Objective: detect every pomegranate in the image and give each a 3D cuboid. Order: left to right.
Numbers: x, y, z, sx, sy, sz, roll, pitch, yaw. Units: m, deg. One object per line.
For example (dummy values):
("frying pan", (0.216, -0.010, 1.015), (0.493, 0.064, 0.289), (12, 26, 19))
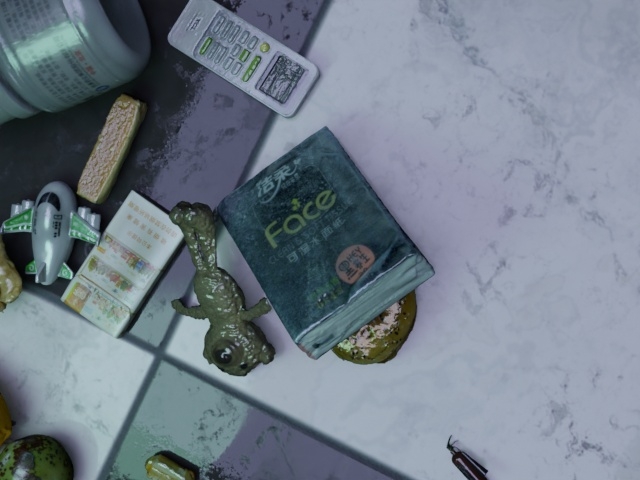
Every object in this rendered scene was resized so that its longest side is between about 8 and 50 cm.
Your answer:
("pomegranate", (-0.487, 0.382, 1.725), (0.163, 0.138, 0.125), (-3, 62, 16))

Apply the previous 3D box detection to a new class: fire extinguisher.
("fire extinguisher", (0.236, 0.357, 1.680), (0.032, 0.046, 0.100), (-41, 86, -8))

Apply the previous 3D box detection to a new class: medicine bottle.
("medicine bottle", (-0.452, -0.321, 1.669), (0.306, 0.245, 0.245), (-21, 87, 12))

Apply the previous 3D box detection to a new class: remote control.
("remote control", (-0.126, -0.304, 1.736), (0.250, 0.034, 0.103), (34, 93, 6))

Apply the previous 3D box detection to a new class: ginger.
("ginger", (-0.597, 0.068, 1.753), (0.216, 0.102, 0.157), (-26, 96, 19))

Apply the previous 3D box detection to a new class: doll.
("doll", (-0.156, 0.084, 1.663), (0.203, 0.091, 0.286), (18, 121, 12))

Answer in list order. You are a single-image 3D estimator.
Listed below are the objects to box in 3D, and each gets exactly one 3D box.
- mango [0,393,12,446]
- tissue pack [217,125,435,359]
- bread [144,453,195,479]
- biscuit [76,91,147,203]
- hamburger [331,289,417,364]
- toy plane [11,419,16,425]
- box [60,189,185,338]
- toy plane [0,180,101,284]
("mango", (-0.658, 0.257, 1.727), (0.359, 0.144, 0.187), (9, 72, 17))
("tissue pack", (0.000, 0.000, 1.614), (0.228, 0.103, 0.315), (-36, 51, 2))
("bread", (-0.250, 0.386, 1.744), (0.088, 0.033, 0.049), (26, 107, 10))
("biscuit", (-0.343, -0.152, 1.750), (0.052, 0.056, 0.188), (26, 91, 4))
("hamburger", (0.066, 0.116, 1.669), (0.185, 0.113, 0.177), (-32, 87, 5))
("toy plane", (-0.557, 0.310, 1.783), (0.083, 0.031, 0.078), (-3, 76, 9))
("box", (-0.325, 0.039, 1.756), (0.122, 0.032, 0.220), (34, 94, 7))
("toy plane", (-0.445, -0.013, 1.748), (0.174, 0.080, 0.174), (0, 88, 9))
